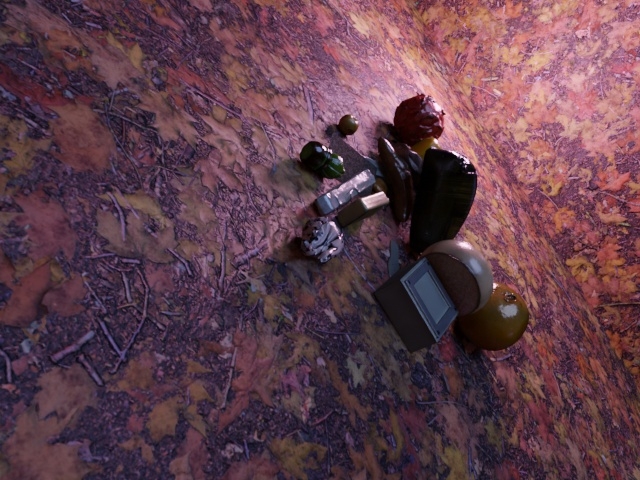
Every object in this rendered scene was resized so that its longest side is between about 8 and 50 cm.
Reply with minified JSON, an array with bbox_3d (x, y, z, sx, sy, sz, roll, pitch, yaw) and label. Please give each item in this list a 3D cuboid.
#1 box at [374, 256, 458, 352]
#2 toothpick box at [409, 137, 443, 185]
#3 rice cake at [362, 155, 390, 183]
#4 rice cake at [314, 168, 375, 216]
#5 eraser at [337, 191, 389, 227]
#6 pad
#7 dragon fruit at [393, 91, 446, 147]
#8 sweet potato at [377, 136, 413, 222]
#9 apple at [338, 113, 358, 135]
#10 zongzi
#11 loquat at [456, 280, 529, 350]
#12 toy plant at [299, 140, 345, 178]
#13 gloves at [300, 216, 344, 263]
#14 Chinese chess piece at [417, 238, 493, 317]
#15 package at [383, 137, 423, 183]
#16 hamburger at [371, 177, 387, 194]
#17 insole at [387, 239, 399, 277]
[{"bbox_3d":[0.319,0.202,1.629,0.224,0.118,0.225,59,35,1],"label":"box"},{"bbox_3d":[0.494,-0.295,2.199,0.271,0.175,0.175,52,34,-18],"label":"toothpick box"},{"bbox_3d":[0.207,-0.273,1.945,0.226,0.040,0.084,6,65,-49],"label":"rice cake"},{"bbox_3d":[0.082,-0.163,1.679,0.336,0.063,0.066,-37,99,-50],"label":"rice cake"},{"bbox_3d":[0.141,-0.105,1.666,0.172,0.117,0.058,-22,81,-55],"label":"eraser"},{"bbox_3d":[0.109,-0.262,1.808,0.235,0.003,0.158,33,61,-29],"label":"pad"},{"bbox_3d":[0.450,-0.538,2.299,0.252,0.241,0.241,47,34,7],"label":"dragon fruit"},{"bbox_3d":[0.303,-0.238,1.936,0.114,0.092,0.340,-11,86,-35],"label":"sweet potato"},{"bbox_3d":[0.111,-0.447,1.945,0.084,0.071,0.083,31,42,-33],"label":"apple"},{"bbox_3d":[0.499,-0.131,1.969,0.432,0.208,0.402,-1,105,-62],"label":"zongzi"},{"bbox_3d":[0.622,0.275,1.847,0.263,0.263,0.262,30,42,-32],"label":"loquat"},{"bbox_3d":[0.014,-0.259,1.659,0.163,0.093,0.092,26,45,-37],"label":"toy plant"},{"bbox_3d":[-0.007,-0.001,1.420,0.212,0.111,0.127,-11,96,-56],"label":"gloves"},{"bbox_3d":[0.452,0.130,1.721,0.112,0.270,0.269,-30,87,-39],"label":"Chinese chess piece"},{"bbox_3d":[0.355,-0.307,2.056,0.251,0.062,0.204,49,-3,-29],"label":"package"},{"bbox_3d":[0.221,-0.197,1.902,0.076,0.044,0.083,43,39,-17],"label":"hamburger"},{"bbox_3d":[0.258,0.069,1.766,0.064,0.004,0.188,38,39,-26],"label":"insole"}]
